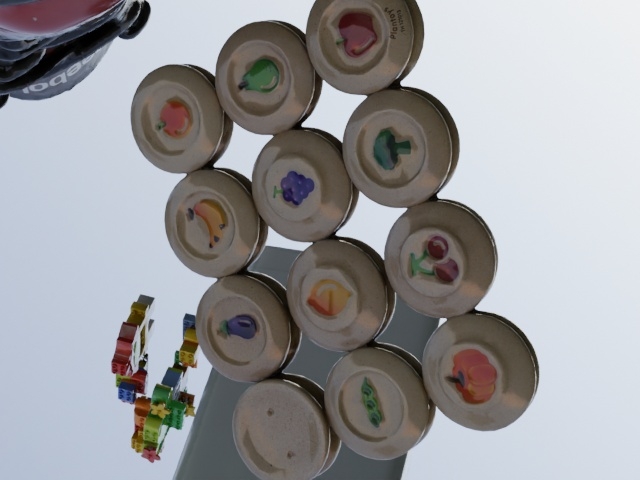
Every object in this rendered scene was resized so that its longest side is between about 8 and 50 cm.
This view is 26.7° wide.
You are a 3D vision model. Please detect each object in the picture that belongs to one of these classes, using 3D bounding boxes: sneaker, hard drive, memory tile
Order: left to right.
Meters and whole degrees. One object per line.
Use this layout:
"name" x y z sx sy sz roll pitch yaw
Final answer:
"sneaker" -0.104 -0.105 0.481 0.276 0.097 0.135 41 155 59
"hard drive" -0.007 0.147 1.260 0.203 0.040 0.308 8 -127 13
"memory tile" 0.000 0.000 0.431 0.012 0.113 0.148 -18 -91 -61

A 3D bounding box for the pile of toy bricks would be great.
"pile of toy bricks" -0.153 0.167 1.325 0.118 0.212 0.105 14 -137 7
